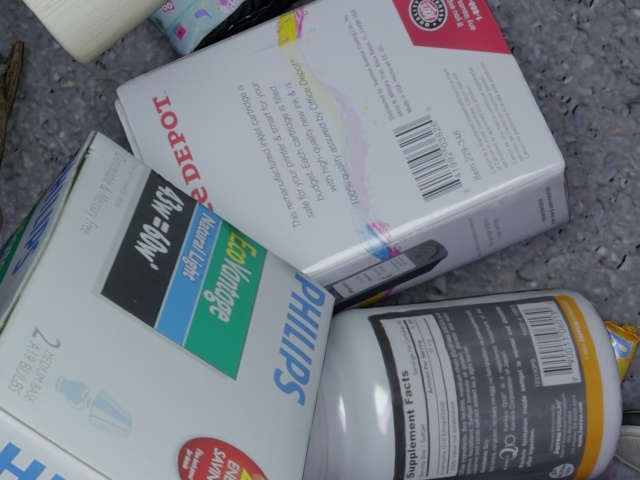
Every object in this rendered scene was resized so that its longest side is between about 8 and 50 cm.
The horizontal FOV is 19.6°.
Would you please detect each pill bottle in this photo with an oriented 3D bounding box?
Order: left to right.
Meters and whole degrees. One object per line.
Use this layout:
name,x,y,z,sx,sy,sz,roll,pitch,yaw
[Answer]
pill bottle,0.085,0.128,1.477,0.278,0.162,0.162,-6,90,-14

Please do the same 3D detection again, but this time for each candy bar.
candy bar,0.230,0.144,1.575,0.040,0.018,0.161,21,91,1

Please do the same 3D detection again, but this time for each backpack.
backpack,-0.063,-0.227,1.531,0.182,0.152,0.115,-38,82,12

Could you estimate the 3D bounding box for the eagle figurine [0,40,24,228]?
eagle figurine,-0.398,-0.079,1.478,0.298,0.226,0.225,4,104,-4

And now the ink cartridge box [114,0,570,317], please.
ink cartridge box,0.019,-0.070,1.494,0.306,0.131,0.226,-23,68,3

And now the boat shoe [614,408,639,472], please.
boat shoe,0.357,0.161,1.555,0.233,0.084,0.079,1,52,8

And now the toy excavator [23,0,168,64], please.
toy excavator,-0.265,-0.300,1.373,0.222,0.445,0.433,-38,89,2

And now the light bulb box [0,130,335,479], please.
light bulb box,-0.196,0.178,1.259,0.225,0.358,0.361,35,115,-12
